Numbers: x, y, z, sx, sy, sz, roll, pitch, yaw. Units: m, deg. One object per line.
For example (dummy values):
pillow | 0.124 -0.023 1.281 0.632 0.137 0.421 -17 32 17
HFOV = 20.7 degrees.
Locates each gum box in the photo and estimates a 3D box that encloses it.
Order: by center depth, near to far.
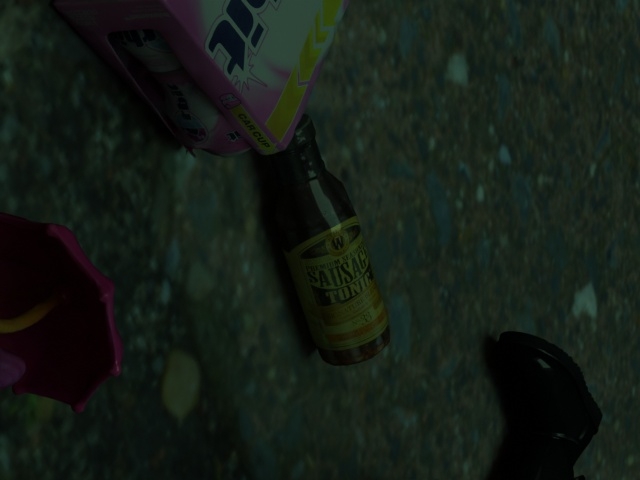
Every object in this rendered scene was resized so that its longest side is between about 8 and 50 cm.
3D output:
gum box | -0.035 -0.138 0.783 0.107 0.062 0.188 49 53 -44

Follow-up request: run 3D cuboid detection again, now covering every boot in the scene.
boot | 0.126 0.124 1.046 0.121 0.045 0.099 51 55 -44

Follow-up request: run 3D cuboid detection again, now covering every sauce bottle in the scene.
sauce bottle | 0.000 0.000 0.861 0.042 0.042 0.128 -47 127 -43

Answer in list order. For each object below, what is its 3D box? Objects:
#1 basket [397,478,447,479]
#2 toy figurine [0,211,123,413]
basket | 0.096 0.281 0.766 0.266 0.331 0.328 -3 94 -57
toy figurine | -0.140 0.041 0.623 0.173 0.130 0.159 -61 151 0
